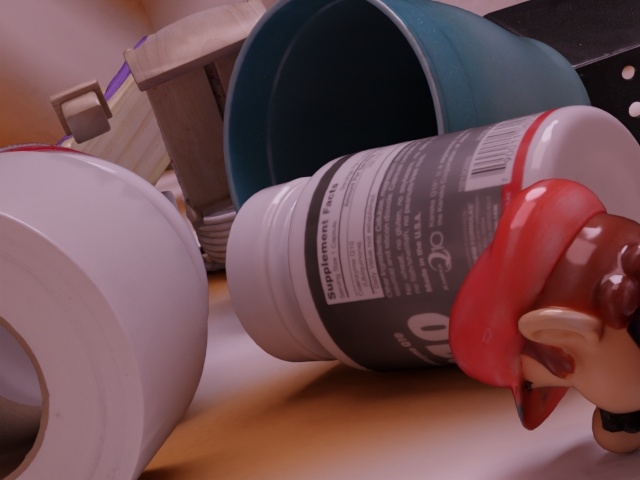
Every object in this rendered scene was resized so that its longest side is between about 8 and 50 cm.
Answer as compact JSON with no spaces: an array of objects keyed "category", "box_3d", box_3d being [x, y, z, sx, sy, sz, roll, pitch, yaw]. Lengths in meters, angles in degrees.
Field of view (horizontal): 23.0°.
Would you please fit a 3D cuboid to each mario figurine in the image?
[{"category":"mario figurine","box_3d":[0.212,0.066,0.792,0.320,0.170,0.198,3,-16,37]}]

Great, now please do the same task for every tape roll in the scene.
[{"category":"tape roll","box_3d":[-0.209,0.075,1.009,0.246,0.246,0.169,-16,9,12]}]

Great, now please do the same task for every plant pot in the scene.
[{"category":"plant pot","box_3d":[0.295,-0.155,1.620,0.188,0.187,0.167,-19,23,-7]},{"category":"plant pot","box_3d":[0.096,-0.091,1.394,0.255,0.272,0.271,-8,1,-42]}]

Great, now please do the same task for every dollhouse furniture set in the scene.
[{"category":"dollhouse furniture set","box_3d":[-0.070,-0.131,1.567,0.355,0.303,0.174,-23,46,-6]}]

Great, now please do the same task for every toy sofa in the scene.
[{"category":"toy sofa","box_3d":[-0.260,-0.081,1.739,0.150,0.177,0.362,-11,26,18]}]

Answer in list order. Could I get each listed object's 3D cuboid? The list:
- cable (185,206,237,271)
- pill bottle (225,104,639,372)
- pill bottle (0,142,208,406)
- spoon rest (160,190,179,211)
[{"category":"cable","box_3d":[-0.030,-0.069,1.779,0.257,0.089,0.257,-42,20,-32]},{"category":"pill bottle","box_3d":[0.081,0.008,1.099,0.283,0.161,0.161,-10,12,40]},{"category":"pill bottle","box_3d":[-0.240,0.032,1.348,0.229,0.229,0.407,-20,9,-12]},{"category":"spoon rest","box_3d":[-0.246,0.047,1.783,0.137,0.084,0.276,-11,25,42]}]
